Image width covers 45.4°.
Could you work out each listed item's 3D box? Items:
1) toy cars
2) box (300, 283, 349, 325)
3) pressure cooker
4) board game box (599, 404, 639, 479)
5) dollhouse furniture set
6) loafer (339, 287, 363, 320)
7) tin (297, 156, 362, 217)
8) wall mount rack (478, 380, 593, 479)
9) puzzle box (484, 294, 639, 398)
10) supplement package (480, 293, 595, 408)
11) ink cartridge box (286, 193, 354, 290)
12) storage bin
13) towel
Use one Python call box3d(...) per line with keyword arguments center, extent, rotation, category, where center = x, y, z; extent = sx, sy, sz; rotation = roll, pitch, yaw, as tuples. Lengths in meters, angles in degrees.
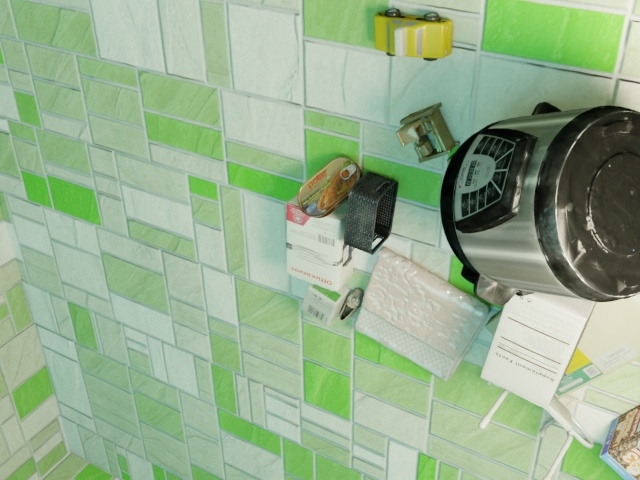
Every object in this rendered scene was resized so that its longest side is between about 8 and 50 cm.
box3d(center=(0.120, -0.523, 1.684), extent=(0.393, 0.087, 0.176), rotation=(47, 134, 0), category="toy cars")
box3d(center=(0.014, 0.172, 2.232), extent=(0.101, 0.087, 0.102), rotation=(32, 132, 14), category="box")
box3d(center=(0.449, -0.068, 1.528), extent=(0.420, 0.370, 0.375), rotation=(8, 123, 64), category="pressure cooker")
box3d(center=(0.862, 0.491, 1.807), extent=(0.232, 0.141, 0.291), rotation=(42, 134, 4), category="board game box")
box3d(center=(0.242, -0.196, 1.767), extent=(0.101, 0.161, 0.182), rotation=(-16, 108, 41), category="dollhouse furniture set")
box3d(center=(0.089, 0.191, 2.224), extent=(0.045, 0.039, 0.125), rotation=(36, 134, 11), category="loafer")
box3d(center=(0.025, -0.136, 1.986), extent=(0.190, 0.040, 0.106), rotation=(-38, 74, 14), category="tin")
box3d(center=(0.520, 0.441, 1.908), extent=(0.350, 0.304, 0.130), rotation=(44, 107, 2), category="wall mount rack")
box3d(center=(0.625, 0.200, 1.841), extent=(0.272, 0.052, 0.409), rotation=(45, 135, 1), category="puzzle box")
box3d(center=(0.510, 0.204, 1.765), extent=(0.175, 0.177, 0.293), rotation=(24, 131, 20), category="supplement package")
box3d(center=(0.000, 0.000, 2.116), extent=(0.172, 0.100, 0.237), rotation=(19, 128, 24), category="ink cartridge box")
box3d(center=(0.129, -0.070, 1.961), extent=(0.084, 0.122, 0.180), rotation=(22, 130, 23), category="storage bin")
box3d(center=(0.266, 0.210, 2.105), extent=(0.332, 0.053, 0.317), rotation=(30, 132, 15), category="towel")
